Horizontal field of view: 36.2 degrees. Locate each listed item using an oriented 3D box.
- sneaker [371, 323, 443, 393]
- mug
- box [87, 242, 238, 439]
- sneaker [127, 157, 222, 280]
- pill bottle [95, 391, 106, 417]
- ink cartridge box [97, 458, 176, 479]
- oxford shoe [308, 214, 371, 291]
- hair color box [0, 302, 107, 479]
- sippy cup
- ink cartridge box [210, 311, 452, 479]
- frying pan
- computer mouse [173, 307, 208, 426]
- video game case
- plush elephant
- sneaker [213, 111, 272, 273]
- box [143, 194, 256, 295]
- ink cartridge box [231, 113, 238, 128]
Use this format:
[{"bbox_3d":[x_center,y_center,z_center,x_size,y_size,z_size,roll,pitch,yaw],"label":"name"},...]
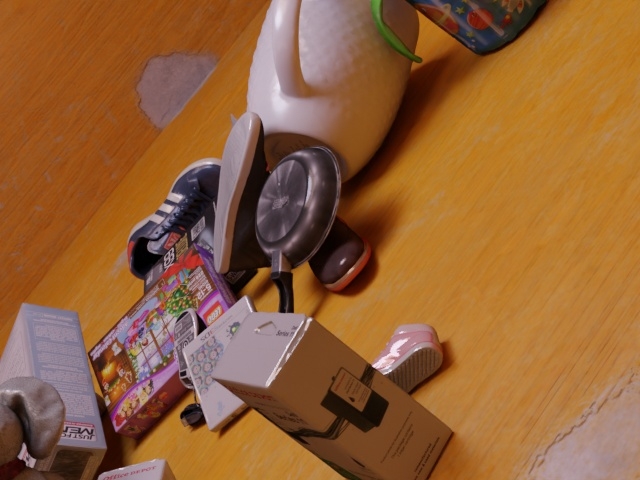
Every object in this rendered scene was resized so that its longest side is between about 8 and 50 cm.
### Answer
[{"bbox_3d":[0.085,0.144,1.133,0.134,0.051,0.070,-37,21,22],"label":"sneaker"},{"bbox_3d":[-0.003,-0.295,1.663,0.276,0.374,0.328,5,60,19],"label":"mug"},{"bbox_3d":[-0.268,0.172,1.696,0.293,0.057,0.201,-45,46,11],"label":"box"},{"bbox_3d":[-0.313,-0.035,2.195,0.350,0.131,0.148,-45,27,29],"label":"sneaker"},{"bbox_3d":[-0.477,0.355,1.880,0.078,0.078,0.137,-21,34,52],"label":"pill bottle"},{"bbox_3d":[-0.264,0.385,1.354,0.109,0.063,0.150,-16,28,11],"label":"ink cartridge box"},{"bbox_3d":[0.000,0.000,1.493,0.097,0.098,0.271,-48,20,2],"label":"oxford shoe"},{"bbox_3d":[-0.486,0.299,1.729,0.185,0.113,0.374,-63,32,23],"label":"hair color box"},{"bbox_3d":[0.242,-0.435,1.589,0.305,0.224,0.240,-34,26,36],"label":"sippy cup"},{"bbox_3d":[0.008,0.168,1.016,0.087,0.208,0.153,-56,21,-19],"label":"ink cartridge box"},{"bbox_3d":[-0.063,0.007,1.479,0.197,0.053,0.326,25,94,56],"label":"frying pan"},{"bbox_3d":[-0.192,0.196,1.551,0.106,0.042,0.193,-40,49,39],"label":"computer mouse"},{"bbox_3d":[-0.133,0.182,1.457,0.143,0.019,0.157,-40,50,16],"label":"video game case"},{"bbox_3d":[-0.452,0.334,1.304,0.271,0.256,0.330,-10,-23,-45],"label":"plush elephant"},{"bbox_3d":[-0.089,-0.077,1.630,0.105,0.146,0.296,-117,33,-55],"label":"sneaker"},{"bbox_3d":[-0.244,0.066,1.914,0.242,0.076,0.307,-46,21,10],"label":"box"},{"bbox_3d":[-0.118,-0.105,1.783,0.189,0.066,0.233,-131,40,-70],"label":"ink cartridge box"}]
